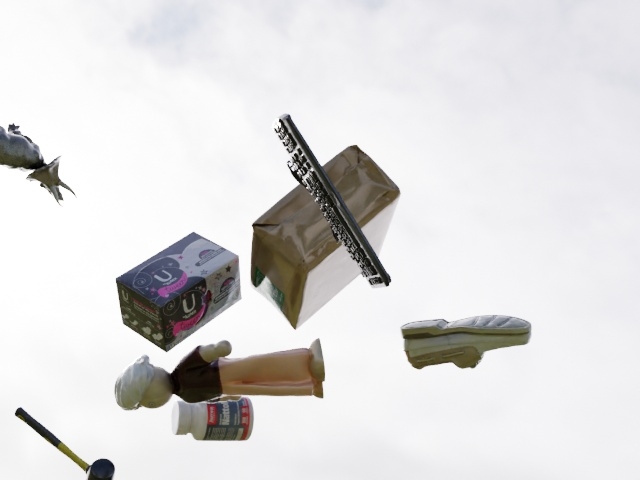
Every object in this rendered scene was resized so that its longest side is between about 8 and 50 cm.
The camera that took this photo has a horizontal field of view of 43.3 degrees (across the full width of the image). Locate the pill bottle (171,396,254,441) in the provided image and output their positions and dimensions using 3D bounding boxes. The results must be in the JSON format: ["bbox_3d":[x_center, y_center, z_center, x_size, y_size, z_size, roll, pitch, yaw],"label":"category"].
[{"bbox_3d":[-0.258,0.423,1.918,0.180,0.108,0.108,6,-37,-23],"label":"pill bottle"}]

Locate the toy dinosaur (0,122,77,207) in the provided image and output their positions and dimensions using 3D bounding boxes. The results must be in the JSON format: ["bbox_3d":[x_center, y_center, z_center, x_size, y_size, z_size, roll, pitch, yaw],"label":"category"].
[{"bbox_3d":[-0.645,-0.187,1.637,0.160,0.121,0.313,21,-5,42],"label":"toy dinosaur"}]

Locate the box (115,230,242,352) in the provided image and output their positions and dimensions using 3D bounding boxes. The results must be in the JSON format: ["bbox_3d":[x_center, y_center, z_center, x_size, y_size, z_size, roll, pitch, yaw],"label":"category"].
[{"bbox_3d":[-0.320,0.112,1.855,0.163,0.247,0.142,25,-47,31],"label":"box"}]

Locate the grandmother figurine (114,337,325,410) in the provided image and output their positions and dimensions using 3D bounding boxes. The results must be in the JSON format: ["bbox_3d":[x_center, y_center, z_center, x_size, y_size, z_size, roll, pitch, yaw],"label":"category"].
[{"bbox_3d":[-0.166,0.226,1.326,0.342,0.104,0.208,-6,-44,-6],"label":"grandmother figurine"}]

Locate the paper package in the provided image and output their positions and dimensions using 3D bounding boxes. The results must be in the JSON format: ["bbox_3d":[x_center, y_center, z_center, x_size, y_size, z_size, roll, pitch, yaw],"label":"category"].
[{"bbox_3d":[0.000,0.000,1.791,0.168,0.309,0.325,44,-23,16],"label":"paper package"}]

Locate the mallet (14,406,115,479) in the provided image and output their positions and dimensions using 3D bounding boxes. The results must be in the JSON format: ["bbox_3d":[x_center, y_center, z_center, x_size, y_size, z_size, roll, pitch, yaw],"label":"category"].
[{"bbox_3d":[-0.380,0.313,1.189,0.189,0.039,0.062,27,-55,20],"label":"mallet"}]

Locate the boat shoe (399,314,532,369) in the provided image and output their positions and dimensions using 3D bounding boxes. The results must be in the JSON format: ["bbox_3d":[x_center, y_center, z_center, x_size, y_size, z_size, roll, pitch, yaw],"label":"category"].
[{"bbox_3d":[0.326,0.229,1.789,0.302,0.113,0.103,-6,-84,33],"label":"boat shoe"}]

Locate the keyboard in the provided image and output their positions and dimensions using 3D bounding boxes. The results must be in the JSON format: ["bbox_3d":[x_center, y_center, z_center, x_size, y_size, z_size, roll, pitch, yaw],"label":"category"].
[{"bbox_3d":[0.011,-0.058,1.324,0.033,0.317,0.201,-31,1,-5],"label":"keyboard"}]
